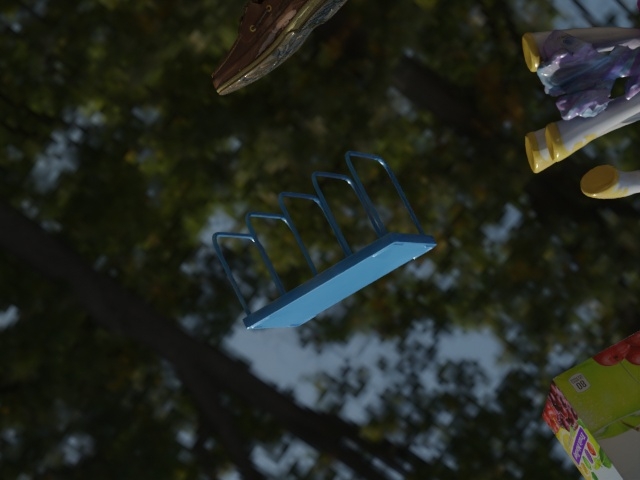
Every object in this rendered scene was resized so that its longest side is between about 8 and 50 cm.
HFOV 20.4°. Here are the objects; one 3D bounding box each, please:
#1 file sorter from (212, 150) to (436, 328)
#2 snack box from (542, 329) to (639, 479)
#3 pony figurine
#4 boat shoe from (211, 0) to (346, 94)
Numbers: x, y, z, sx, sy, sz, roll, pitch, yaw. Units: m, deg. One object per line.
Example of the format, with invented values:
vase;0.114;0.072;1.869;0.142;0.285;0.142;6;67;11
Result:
file sorter;0.000;0.000;1.706;0.170;0.118;0.104;-30;-102;19
snack box;0.273;0.142;1.146;0.174;0.070;0.207;-28;-115;-14
pony figurine;0.406;-0.191;1.911;0.363;0.351;0.303;-14;-125;-2
boat shoe;-0.046;-0.208;1.713;0.178;0.060;0.064;-41;173;31
